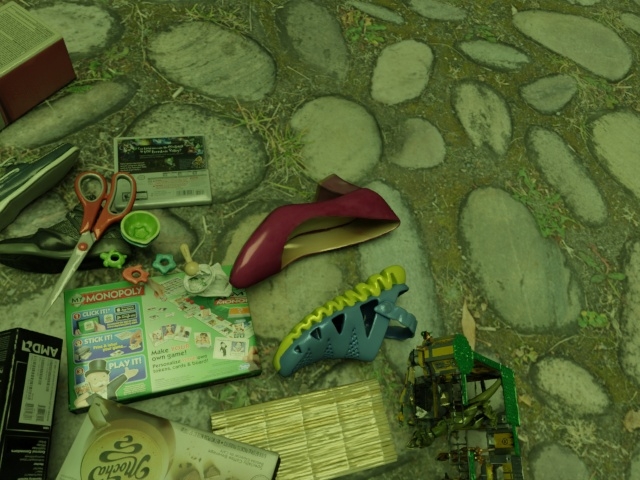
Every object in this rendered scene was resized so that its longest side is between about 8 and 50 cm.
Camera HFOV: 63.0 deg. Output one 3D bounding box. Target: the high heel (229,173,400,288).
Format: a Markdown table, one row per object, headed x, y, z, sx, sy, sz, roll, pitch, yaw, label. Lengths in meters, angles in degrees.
| x | y | z | sx | sy | sz | roll | pitch | yaw | label |
| --- | --- | --- | --- | --- | --- | --- | --- | --- | --- |
| 0.000 | 0.000 | 1.010 | 0.181 | 0.127 | 0.377 | 33 | 54 | 18 | high heel |

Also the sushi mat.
| x | y | z | sx | sy | sz | roll | pitch | yaw | label |
| --- | --- | --- | --- | --- | --- | --- | --- | --- | --- |
| -0.029 | 0.345 | 0.911 | 0.317 | 0.019 | 0.151 | -8 | 66 | -15 | sushi mat |

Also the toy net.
| x | y | z | sx | sy | sz | roll | pitch | yaw | label |
| --- | --- | --- | --- | --- | --- | --- | --- | --- | --- |
| -0.268 | 0.043 | 0.938 | 0.232 | 0.045 | 0.122 | 29 | 52 | 0 | toy net |

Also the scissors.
| x | y | z | sx | sy | sz | roll | pitch | yaw | label |
| --- | --- | --- | --- | --- | --- | --- | --- | --- | --- |
| -0.404 | -0.001 | 0.927 | 0.109 | 0.021 | 0.296 | 11 | 62 | -18 | scissors |

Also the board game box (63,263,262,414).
| x | y | z | sx | sy | sz | roll | pitch | yaw | label |
| --- | --- | --- | --- | --- | --- | --- | --- | --- | --- |
| -0.281 | 0.167 | 0.936 | 0.318 | 0.046 | 0.213 | -8 | 65 | -15 | board game box |

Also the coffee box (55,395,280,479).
| x | y | z | sx | sy | sz | roll | pitch | yaw | label |
| --- | --- | --- | --- | --- | --- | --- | --- | --- | --- |
| -0.225 | 0.369 | 0.790 | 0.298 | 0.118 | 0.168 | 17 | 63 | 4 | coffee box |

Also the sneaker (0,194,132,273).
| x | y | z | sx | sy | sz | roll | pitch | yaw | label |
| --- | --- | --- | --- | --- | --- | --- | --- | --- | --- |
| -0.474 | -0.012 | 0.969 | 0.228 | 0.087 | 0.130 | -6 | 63 | -17 | sneaker |

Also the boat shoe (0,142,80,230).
| x | y | z | sx | sy | sz | roll | pitch | yaw | label |
| --- | --- | --- | --- | --- | --- | --- | --- | --- | --- |
| -0.577 | -0.109 | 0.995 | 0.079 | 0.095 | 0.254 | 42 | 72 | -2 | boat shoe |

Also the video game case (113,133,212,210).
| x | y | z | sx | sy | sz | roll | pitch | yaw | label |
| --- | --- | --- | --- | --- | --- | --- | --- | --- | --- |
| -0.333 | -0.147 | 1.099 | 0.191 | 0.022 | 0.173 | -6 | 65 | -13 | video game case |

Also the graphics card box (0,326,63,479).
| x | y | z | sx | sy | sz | roll | pitch | yaw | label |
| --- | --- | --- | --- | --- | --- | --- | --- | --- | --- |
| -0.501 | 0.326 | 0.732 | 0.233 | 0.094 | 0.370 | -16 | 64 | 17 | graphics card box |

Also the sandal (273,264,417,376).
| x | y | z | sx | sy | sz | roll | pitch | yaw | label |
| --- | --- | --- | --- | --- | --- | --- | --- | --- | --- |
| 0.061 | 0.167 | 0.964 | 0.318 | 0.126 | 0.138 | -28 | 76 | -21 | sandal |

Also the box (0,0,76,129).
| x | y | z | sx | sy | sz | roll | pitch | yaw | label |
| --- | --- | --- | --- | --- | --- | --- | --- | --- | --- |
| -0.660 | -0.357 | 1.082 | 0.149 | 0.126 | 0.232 | 36 | 63 | 8 | box |

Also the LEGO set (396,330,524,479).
| x | y | z | sx | sy | sz | roll | pitch | yaw | label |
| --- | --- | --- | --- | --- | --- | --- | --- | --- | --- |
| 0.194 | 0.322 | 0.851 | 0.255 | 0.192 | 0.331 | 18 | 60 | -44 | LEGO set |
